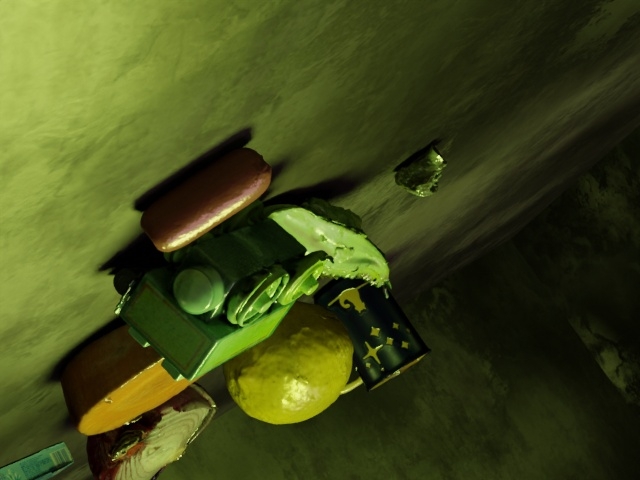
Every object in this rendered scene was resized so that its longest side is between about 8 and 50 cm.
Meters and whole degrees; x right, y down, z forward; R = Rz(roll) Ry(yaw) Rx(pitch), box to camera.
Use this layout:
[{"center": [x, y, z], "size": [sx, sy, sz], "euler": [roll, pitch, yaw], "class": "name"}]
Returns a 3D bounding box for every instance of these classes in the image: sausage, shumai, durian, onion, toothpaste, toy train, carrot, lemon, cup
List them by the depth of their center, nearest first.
[{"center": [-0.124, -0.046, 1.205], "size": [0.154, 0.062, 0.062], "euler": [-33, 170, -1], "class": "sausage"}, {"center": [-0.115, 0.056, 1.383], "size": [0.188, 0.159, 0.272], "euler": [-54, 167, 23], "class": "toy train"}, {"center": [-0.210, 0.054, 1.473], "size": [0.062, 0.039, 0.239], "euler": [-20, 174, 14], "class": "toothpaste"}, {"center": [0.002, 0.006, 1.652], "size": [0.375, 0.107, 0.132], "euler": [24, 100, -51], "class": "durian"}, {"center": [-0.256, 0.190, 1.702], "size": [0.307, 0.100, 0.258], "euler": [-31, 165, 14], "class": "carrot"}, {"center": [0.169, -0.120, 1.815], "size": [0.083, 0.082, 0.080], "euler": [-90, -167, -68], "class": "shumai"}, {"center": [-0.350, 0.339, 2.059], "size": [0.267, 0.159, 0.348], "euler": [-44, 164, -6], "class": "onion"}, {"center": [-0.600, 0.467, 2.161], "size": [0.066, 0.053, 0.272], "euler": [-34, 171, 27], "class": "toothpaste"}, {"center": [-0.061, 0.242, 2.216], "size": [0.253, 0.253, 0.310], "euler": [-40, 169, 32], "class": "lemon"}, {"center": [0.082, 0.214, 2.512], "size": [0.255, 0.256, 0.178], "euler": [-28, 168, -30], "class": "cup"}]
